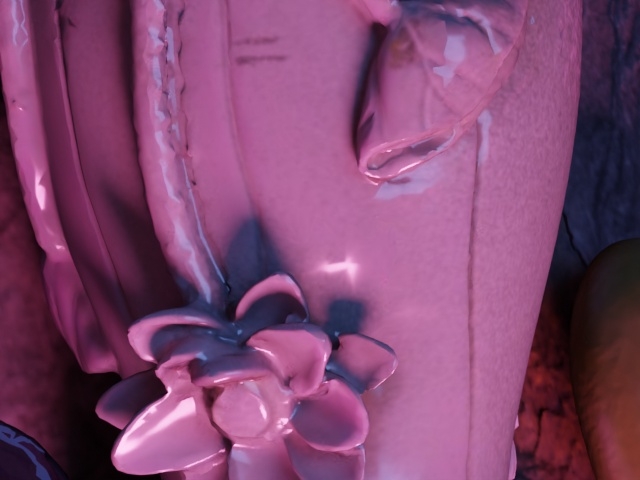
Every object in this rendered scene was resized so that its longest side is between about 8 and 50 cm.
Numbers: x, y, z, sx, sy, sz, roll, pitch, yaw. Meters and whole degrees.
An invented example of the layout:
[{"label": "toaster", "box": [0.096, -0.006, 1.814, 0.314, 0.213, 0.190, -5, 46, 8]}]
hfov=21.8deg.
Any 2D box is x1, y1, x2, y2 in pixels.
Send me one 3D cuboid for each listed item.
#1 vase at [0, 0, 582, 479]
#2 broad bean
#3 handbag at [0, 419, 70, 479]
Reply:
[{"label": "vase", "box": [0.000, 0.000, 0.654, 0.250, 0.250, 0.446, 6, 73, -40]}, {"label": "broad bean", "box": [0.216, 0.117, 0.866, 0.189, 0.121, 0.263, -1, 71, -42]}, {"label": "handbag", "box": [-0.239, 0.121, 0.461, 0.325, 0.118, 0.269, 34, 46, -25]}]
